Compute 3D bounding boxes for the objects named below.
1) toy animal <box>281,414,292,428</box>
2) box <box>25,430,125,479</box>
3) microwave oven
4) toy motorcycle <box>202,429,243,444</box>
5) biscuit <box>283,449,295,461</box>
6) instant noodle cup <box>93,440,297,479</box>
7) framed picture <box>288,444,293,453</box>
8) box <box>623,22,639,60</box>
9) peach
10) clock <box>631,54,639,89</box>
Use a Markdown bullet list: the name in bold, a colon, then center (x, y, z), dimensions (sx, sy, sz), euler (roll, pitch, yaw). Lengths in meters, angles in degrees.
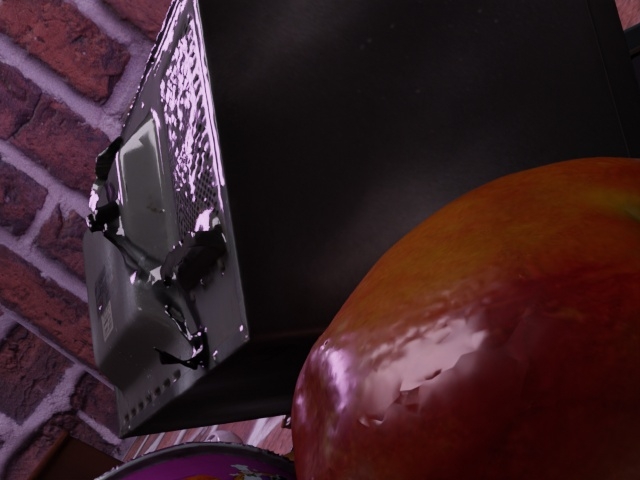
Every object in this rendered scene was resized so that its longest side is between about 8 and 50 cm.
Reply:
- **toy animal**: center (0.013, 0.156, 1.283), dimensions (0.230, 0.066, 0.224), euler (-65, 7, -14)
- **box**: center (-0.336, 0.457, 1.294), dimensions (0.339, 0.229, 0.239), euler (-79, 14, -76)
- **microwave oven**: center (0.000, 0.000, 0.757), dimensions (0.432, 0.374, 0.236), euler (139, 124, -62)
- **toy motorcycle**: center (-0.196, 0.394, 1.478), dimensions (0.254, 0.112, 0.112), euler (-50, 7, 33)
- **biscuit**: center (0.054, 0.154, 0.669), dimensions (0.280, 0.183, 0.043), euler (102, 156, -51)
- **instant noodle cup**: center (-0.044, 0.247, 0.493), dimensions (0.251, 0.251, 0.190), euler (-54, 15, -11)
- **framed picture**: center (-0.037, 0.283, 1.108), dimensions (0.149, 0.011, 0.109), euler (-64, 7, -8)
- **box**: center (0.310, -0.192, 1.047), dimensions (0.091, 0.031, 0.126), euler (-28, -7, -28)
- **peach**: center (0.093, 0.080, 0.418), dimensions (0.243, 0.199, 0.243), euler (-31, -15, -9)
- **clock**: center (0.263, -0.087, 0.876), dimensions (0.273, 0.049, 0.279), euler (-55, 6, -18)
